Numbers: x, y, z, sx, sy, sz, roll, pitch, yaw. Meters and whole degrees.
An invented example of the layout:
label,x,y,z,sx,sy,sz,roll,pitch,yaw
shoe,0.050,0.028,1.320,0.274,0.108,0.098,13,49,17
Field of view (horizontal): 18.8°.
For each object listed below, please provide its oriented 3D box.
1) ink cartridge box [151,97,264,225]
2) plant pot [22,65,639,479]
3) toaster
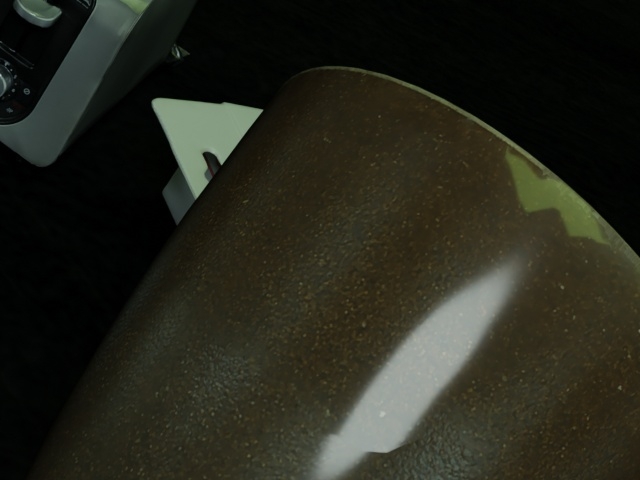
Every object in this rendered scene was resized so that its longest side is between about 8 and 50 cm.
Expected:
label,x,y,z,sx,sy,sz,roll,pitch,yaw
ink cartridge box,0.000,0.000,0.959,0.198,0.067,0.115,9,40,-38
plant pot,-0.012,0.094,0.677,0.215,0.215,0.230,41,69,9
toaster,-0.146,-0.146,0.973,0.168,0.110,0.186,37,32,0
